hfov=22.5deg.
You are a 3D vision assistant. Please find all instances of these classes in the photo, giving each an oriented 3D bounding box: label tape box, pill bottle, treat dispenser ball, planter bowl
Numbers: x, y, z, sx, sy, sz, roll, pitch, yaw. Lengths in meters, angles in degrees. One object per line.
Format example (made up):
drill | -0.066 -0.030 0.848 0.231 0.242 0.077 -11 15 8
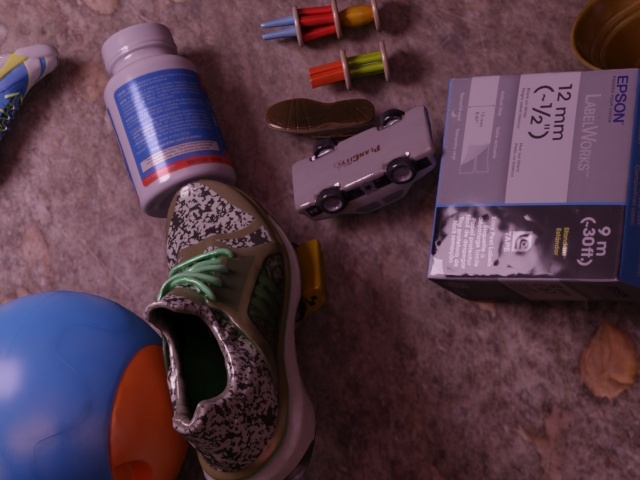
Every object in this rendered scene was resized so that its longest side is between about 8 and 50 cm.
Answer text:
label tape box | 0.307 -0.062 1.816 0.348 0.115 0.249 -1 74 32
pill bottle | -0.192 -0.150 1.963 0.124 0.124 0.221 -20 73 1
treat dispenser ball | -0.288 0.200 1.781 0.288 0.288 0.288 -2 73 7
planter bowl | 0.413 -0.231 1.910 0.217 0.090 0.217 -16 38 13

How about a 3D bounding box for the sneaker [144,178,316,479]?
sneaker | -0.116 0.074 1.736 0.158 0.182 0.410 -28 51 16

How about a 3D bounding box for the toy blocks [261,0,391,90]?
toy blocks | 0.006 -0.240 2.002 0.148 0.054 0.123 -11 72 4

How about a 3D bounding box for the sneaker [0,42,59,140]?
sneaker | -0.419 -0.149 2.024 0.240 0.091 0.126 -28 90 -2

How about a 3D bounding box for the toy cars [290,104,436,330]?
toy cars | 0.000 0.000 1.910 0.393 0.087 0.176 -51 42 -11

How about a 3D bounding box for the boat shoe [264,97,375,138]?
boat shoe | 0.000 -0.145 1.978 0.135 0.045 0.050 1 63 5
